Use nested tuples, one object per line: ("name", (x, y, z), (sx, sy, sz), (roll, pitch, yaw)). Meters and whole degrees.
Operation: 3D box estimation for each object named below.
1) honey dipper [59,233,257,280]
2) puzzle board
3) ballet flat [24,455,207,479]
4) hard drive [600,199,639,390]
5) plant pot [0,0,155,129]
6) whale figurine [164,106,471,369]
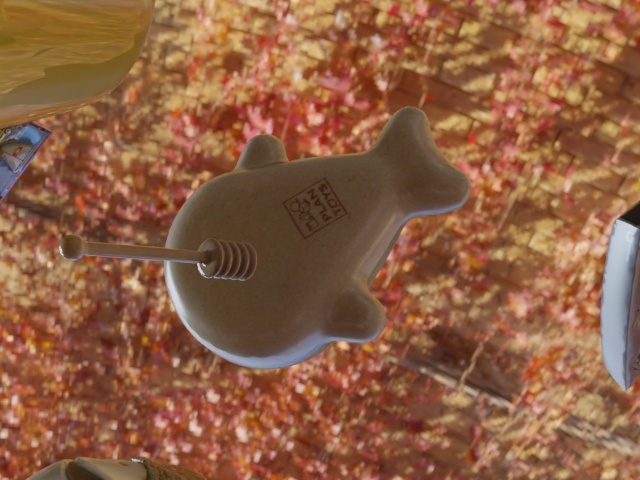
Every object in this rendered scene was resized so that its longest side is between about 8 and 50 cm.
("honey dipper", (-0.114, 0.009, 0.824), (0.161, 0.030, 0.030), (7, -140, -44))
("puzzle board", (-0.283, -0.053, 0.910), (0.011, 0.128, 0.096), (45, -170, 37))
("ballet flat", (-0.133, 0.186, 0.631), (0.123, 0.123, 0.348), (16, -165, -3))
("hard drive", (0.416, 0.047, 1.447), (0.054, 0.254, 0.172), (26, -133, 37))
("plant pot", (-0.237, -0.160, 0.676), (0.254, 0.254, 0.239), (43, -153, 23))
("whale figurine", (0.000, 0.000, 1.009), (0.272, 0.141, 0.216), (-34, -112, 2))
